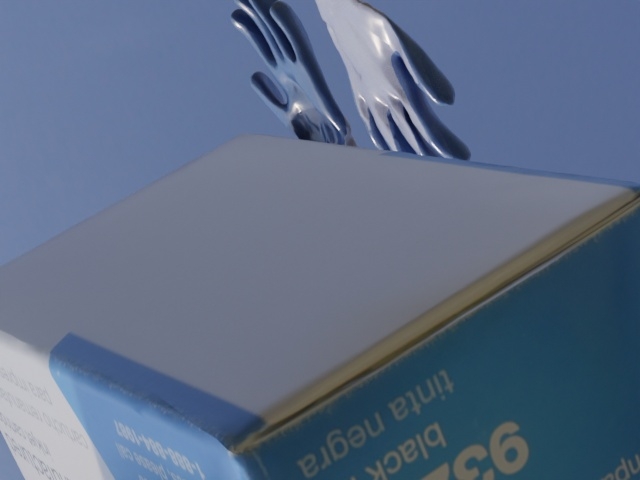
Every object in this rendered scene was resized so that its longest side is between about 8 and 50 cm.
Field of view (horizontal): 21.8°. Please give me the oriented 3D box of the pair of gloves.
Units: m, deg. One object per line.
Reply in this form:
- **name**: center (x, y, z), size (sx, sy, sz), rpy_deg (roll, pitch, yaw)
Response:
- **pair of gloves**: center (0.013, -0.095, 0.976), size (0.023, 0.198, 0.159), rpy_deg (-31, -86, -24)

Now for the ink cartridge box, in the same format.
- **ink cartridge box**: center (0.033, 0.136, 0.503), size (0.129, 0.223, 0.307), rpy_deg (-31, -70, -24)
